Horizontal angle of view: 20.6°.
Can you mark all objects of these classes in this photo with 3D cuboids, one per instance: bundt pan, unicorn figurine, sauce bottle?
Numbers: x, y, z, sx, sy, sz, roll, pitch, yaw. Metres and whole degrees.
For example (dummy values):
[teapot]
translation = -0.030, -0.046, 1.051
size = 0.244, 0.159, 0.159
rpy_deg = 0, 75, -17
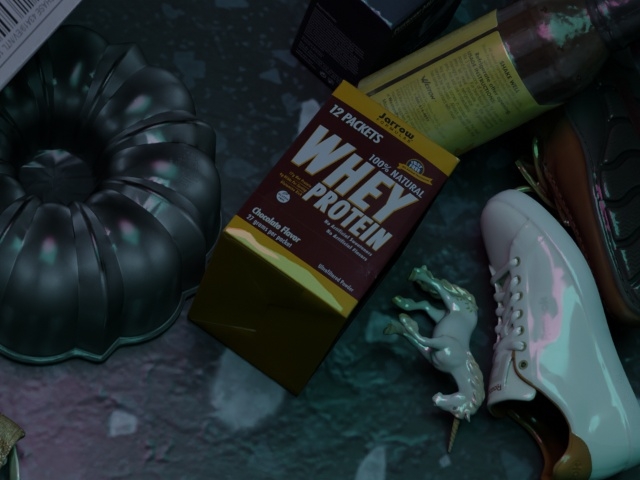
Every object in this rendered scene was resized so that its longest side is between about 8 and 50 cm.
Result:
[bundt pan]
translation = -0.239, -0.060, 1.594
size = 0.330, 0.124, 0.331
rpy_deg = 5, 64, -11
[unicorn figurine]
translation = 0.113, 0.095, 1.639
size = 0.111, 0.060, 0.162
rpy_deg = 32, 55, -10
[sauce bottle]
translation = 0.178, -0.162, 1.650
size = 0.344, 0.111, 0.111
rpy_deg = -25, 67, 20

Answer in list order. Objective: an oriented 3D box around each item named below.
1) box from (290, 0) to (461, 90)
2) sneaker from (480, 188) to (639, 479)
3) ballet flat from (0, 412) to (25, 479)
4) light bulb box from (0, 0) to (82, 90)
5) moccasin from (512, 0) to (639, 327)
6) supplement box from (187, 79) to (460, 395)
[box]
translation = 0.068, -0.239, 1.735
size = 0.093, 0.158, 0.156
rpy_deg = 44, 63, 9
[sneaker]
translation = 0.197, 0.089, 1.639
size = 0.123, 0.106, 0.290
rpy_deg = -15, 71, -23
[ballet flat]
translation = -0.290, 0.236, 1.471
size = 0.067, 0.073, 0.206
rpy_deg = 21, 64, -20
[light bulb box]
translation = -0.373, -0.239, 1.483
size = 0.225, 0.361, 0.358
rpy_deg = 50, 60, -23
[moccasin]
translation = 0.257, -0.082, 1.730
size = 0.139, 0.147, 0.380
rpy_deg = -5, 62, -32
[supplement box]
translation = 0.000, 0.000, 1.584
size = 0.129, 0.191, 0.194
rpy_deg = 35, 61, 4
